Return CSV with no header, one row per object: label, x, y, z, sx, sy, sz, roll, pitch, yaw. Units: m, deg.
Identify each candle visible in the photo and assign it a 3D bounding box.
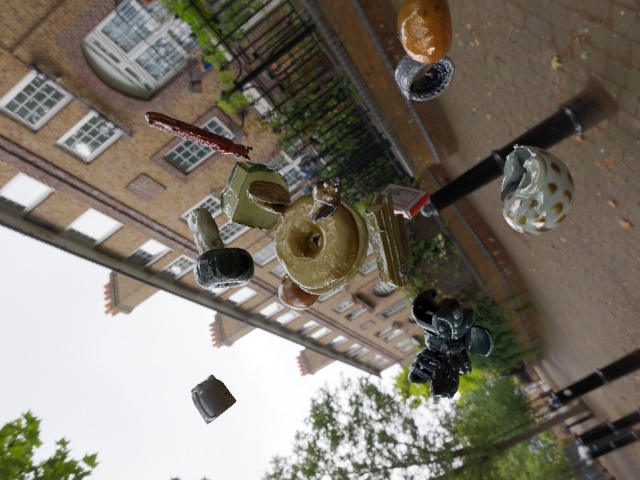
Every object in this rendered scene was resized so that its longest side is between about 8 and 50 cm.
candle,-0.329,-0.289,1.194,0.330,0.048,0.051,12,-154,-45

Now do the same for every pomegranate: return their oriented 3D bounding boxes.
pomegranate,-0.121,0.289,2.547,0.264,0.264,0.264,52,-166,-18

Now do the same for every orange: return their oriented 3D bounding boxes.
orange,0.336,-0.681,1.368,0.224,0.170,0.223,-3,-90,-72

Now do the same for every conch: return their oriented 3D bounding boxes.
conch,0.018,-0.121,1.233,0.086,0.080,0.232,30,156,12
conch,0.532,-0.106,1.047,0.274,0.149,0.182,87,-173,-50

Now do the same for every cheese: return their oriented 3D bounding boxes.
cheese,-0.529,-0.022,1.955,0.093,0.159,0.262,-24,-79,-35

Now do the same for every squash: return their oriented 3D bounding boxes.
squash,-0.403,0.117,1.783,0.252,0.253,0.165,11,-111,-72

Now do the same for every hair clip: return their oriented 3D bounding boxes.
hair clip,0.366,0.293,1.250,0.195,0.207,0.309,24,118,56

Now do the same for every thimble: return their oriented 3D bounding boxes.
thimble,0.479,-0.776,1.968,0.217,0.246,0.157,48,-163,-45

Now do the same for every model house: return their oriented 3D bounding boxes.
model house,-0.334,-0.235,2.091,0.262,0.320,0.266,13,-166,-38

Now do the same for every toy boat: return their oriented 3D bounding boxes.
toy boat,0.226,-0.002,1.347,0.089,0.116,0.309,1,109,62

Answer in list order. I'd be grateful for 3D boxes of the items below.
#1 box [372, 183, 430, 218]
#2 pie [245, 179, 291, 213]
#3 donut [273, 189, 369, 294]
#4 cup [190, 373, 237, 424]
box,0.324,-0.161,1.705,0.050,0.123,0.229,52,167,-31
pie,-0.226,-0.195,1.883,0.205,0.084,0.178,2,-143,-40
donut,0.000,0.000,1.751,0.198,0.449,0.448,11,-135,-55
cup,-0.417,0.592,1.569,0.141,0.134,0.174,53,-147,7
